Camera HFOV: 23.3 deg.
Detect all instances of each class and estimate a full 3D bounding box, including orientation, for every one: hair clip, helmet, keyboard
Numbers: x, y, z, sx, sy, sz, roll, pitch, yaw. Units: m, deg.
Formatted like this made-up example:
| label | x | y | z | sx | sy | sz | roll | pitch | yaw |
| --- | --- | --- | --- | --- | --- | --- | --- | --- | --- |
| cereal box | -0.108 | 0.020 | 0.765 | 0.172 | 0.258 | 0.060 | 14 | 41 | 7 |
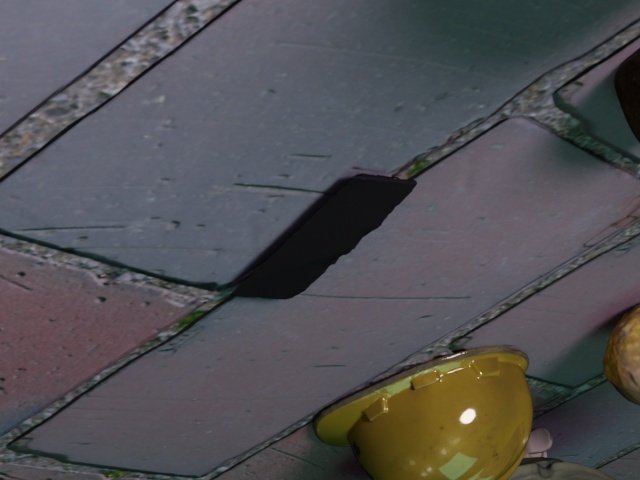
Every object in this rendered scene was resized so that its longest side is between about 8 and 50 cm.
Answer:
| label | x | y | z | sx | sy | sz | roll | pitch | yaw |
| --- | --- | --- | --- | --- | --- | --- | --- | --- | --- |
| hair clip | 0.192 | 0.295 | 2.007 | 0.226 | 0.034 | 0.072 | -19 | 155 | 3 |
| helmet | 0.135 | 0.229 | 1.734 | 0.257 | 0.140 | 0.205 | -22 | 154 | 0 |
| keyboard | 0.000 | -0.002 | 1.336 | 0.074 | 0.015 | 0.196 | 8 | 143 | -36 |

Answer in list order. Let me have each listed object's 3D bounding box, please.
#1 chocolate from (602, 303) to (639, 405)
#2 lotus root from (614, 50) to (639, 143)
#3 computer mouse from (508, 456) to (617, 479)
| label | x | y | z | sx | sy | sz | roll | pitch | yaw |
| --- | --- | --- | --- | --- | --- | --- | --- | --- | --- |
| chocolate | 0.456 | 0.092 | 1.685 | 0.309 | 0.134 | 0.134 | -23 | 153 | 13 |
| lotus root | 0.299 | -0.113 | 1.250 | 0.122 | 0.081 | 0.112 | 3 | 154 | -36 |
| computer mouse | 0.242 | 0.341 | 1.930 | 0.429 | 0.145 | 0.228 | 10 | 156 | -27 |
